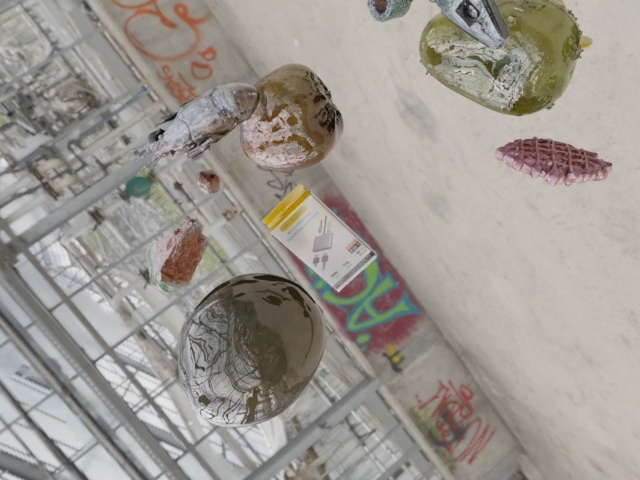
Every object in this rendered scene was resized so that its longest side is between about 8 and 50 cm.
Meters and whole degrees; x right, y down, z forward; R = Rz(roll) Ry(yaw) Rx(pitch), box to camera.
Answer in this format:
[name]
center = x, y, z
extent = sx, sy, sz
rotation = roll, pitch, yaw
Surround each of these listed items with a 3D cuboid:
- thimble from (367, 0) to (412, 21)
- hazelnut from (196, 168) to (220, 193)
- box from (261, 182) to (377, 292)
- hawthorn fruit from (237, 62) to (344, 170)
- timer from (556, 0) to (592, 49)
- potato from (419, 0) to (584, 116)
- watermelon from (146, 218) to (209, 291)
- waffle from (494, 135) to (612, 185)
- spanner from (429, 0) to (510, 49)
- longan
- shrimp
[thimble]
center = 0.206, -0.720, 1.489
extent = 0.118, 0.090, 0.135
rotation = 68, 163, -5
[hazelnut]
center = -0.367, -0.192, 1.646
extent = 0.086, 0.086, 0.086
rotation = 50, 170, 12
[box]
center = 0.000, 0.000, 1.111
extent = 0.247, 0.129, 0.033
rotation = 41, -167, -22
[hawthorn fruit]
center = -0.097, -0.309, 1.342
extent = 0.268, 0.301, 0.267
rotation = 46, -146, -43
[timer]
center = 0.533, -0.567, 1.437
extent = 0.376, 0.376, 0.387
rotation = 58, -156, -27
[potato]
center = 0.404, -0.442, 1.156
extent = 0.359, 0.219, 0.269
rotation = 26, 144, 17
[watermelon]
center = -0.296, 0.024, 1.057
extent = 0.098, 0.158, 0.121
rotation = 24, 178, -42
[waffle]
center = 0.534, -0.189, 1.168
extent = 0.234, 0.221, 0.055
rotation = -131, 37, -52
[spanner]
center = 0.095, -0.333, 0.548
extent = 0.324, 0.040, 0.095
rotation = 53, 148, 9
[longan]
center = -0.117, 0.188, 0.905
extent = 0.243, 0.300, 0.300
rotation = 48, 170, 10
[shrimp]
center = -0.281, -0.244, 1.102
extent = 0.116, 0.343, 0.145
rotation = 59, -163, -15
